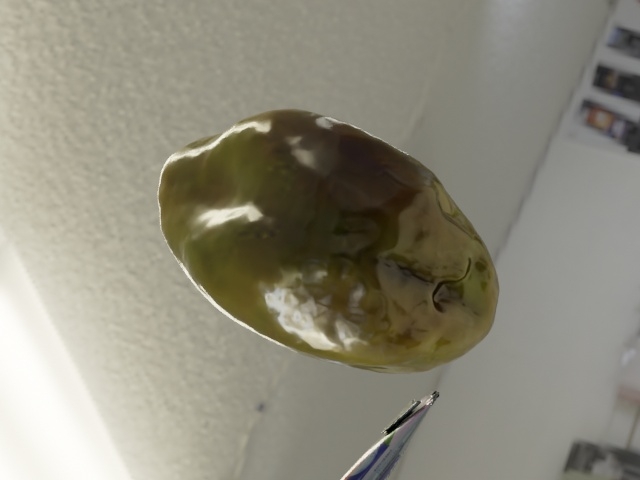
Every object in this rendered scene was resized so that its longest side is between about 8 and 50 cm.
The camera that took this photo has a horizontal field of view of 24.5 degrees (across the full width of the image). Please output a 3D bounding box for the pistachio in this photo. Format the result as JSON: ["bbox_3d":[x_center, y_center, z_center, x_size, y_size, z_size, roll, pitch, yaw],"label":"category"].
[{"bbox_3d":[-0.003,0.001,0.728,0.110,0.189,0.100,-51,-16,-30],"label":"pistachio"}]

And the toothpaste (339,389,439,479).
[{"bbox_3d":[0.027,0.170,1.020,0.170,0.028,0.045,-50,-5,-4],"label":"toothpaste"}]
